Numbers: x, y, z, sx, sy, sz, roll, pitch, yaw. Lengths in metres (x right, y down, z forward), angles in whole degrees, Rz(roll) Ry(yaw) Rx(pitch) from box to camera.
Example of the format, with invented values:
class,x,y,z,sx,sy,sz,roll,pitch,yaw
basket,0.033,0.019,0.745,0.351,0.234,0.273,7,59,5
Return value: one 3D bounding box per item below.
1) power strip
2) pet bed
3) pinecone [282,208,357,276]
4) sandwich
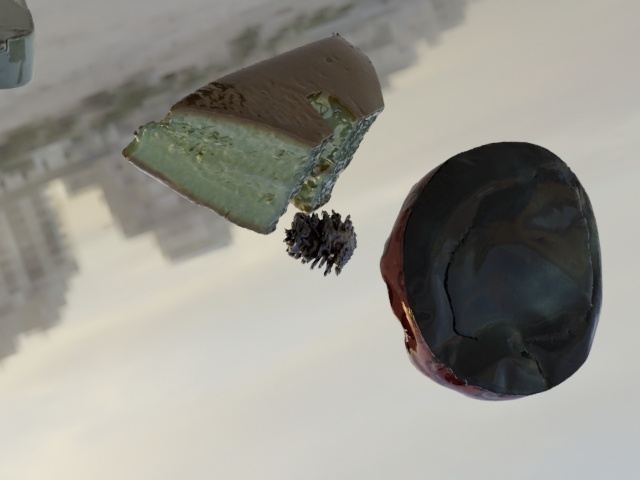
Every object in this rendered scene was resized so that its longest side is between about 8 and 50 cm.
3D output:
class,x,y,z,sx,sy,sz,roll,pitch,yaw
power strip,-0.257,-0.172,1.389,0.080,0.048,0.286,-4,-157,-15
pet bed,0.132,0.024,1.385,0.201,0.201,0.053,-24,-174,-32
pinecone,0.000,0.000,2.089,0.083,0.077,0.077,15,-165,10
sandwich,-0.024,-0.070,1.235,0.090,0.088,0.244,-51,167,30
